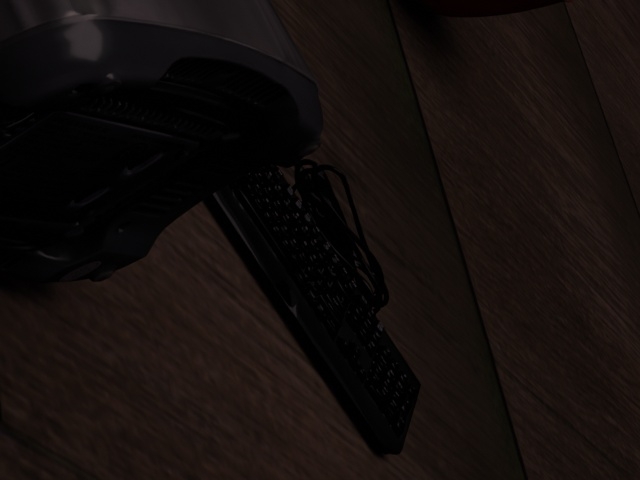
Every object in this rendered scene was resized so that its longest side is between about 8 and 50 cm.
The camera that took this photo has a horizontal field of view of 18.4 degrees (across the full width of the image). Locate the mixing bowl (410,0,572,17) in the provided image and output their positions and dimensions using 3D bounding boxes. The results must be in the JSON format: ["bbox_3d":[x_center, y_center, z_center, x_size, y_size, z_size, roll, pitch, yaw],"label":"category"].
[{"bbox_3d":[0.090,-0.222,1.357,0.181,0.098,0.181,50,23,-30],"label":"mixing bowl"}]

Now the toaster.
[{"bbox_3d":[-0.104,-0.076,0.607,0.146,0.129,0.227,63,20,14],"label":"toaster"}]

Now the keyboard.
[{"bbox_3d":[0.000,0.000,0.913,0.192,0.038,0.100,57,19,-18],"label":"keyboard"}]
